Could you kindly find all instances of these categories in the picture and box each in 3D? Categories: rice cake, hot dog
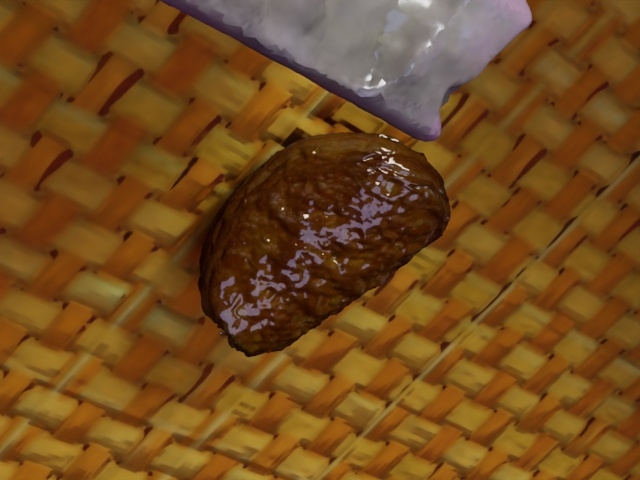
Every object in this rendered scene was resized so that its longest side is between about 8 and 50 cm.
[{"bbox_3d":[-0.075,-0.104,0.326,0.298,0.106,0.050,26,104,-40],"label":"rice cake"},{"bbox_3d":[0.000,0.000,0.507,0.083,0.035,0.058,-37,136,6],"label":"hot dog"}]
